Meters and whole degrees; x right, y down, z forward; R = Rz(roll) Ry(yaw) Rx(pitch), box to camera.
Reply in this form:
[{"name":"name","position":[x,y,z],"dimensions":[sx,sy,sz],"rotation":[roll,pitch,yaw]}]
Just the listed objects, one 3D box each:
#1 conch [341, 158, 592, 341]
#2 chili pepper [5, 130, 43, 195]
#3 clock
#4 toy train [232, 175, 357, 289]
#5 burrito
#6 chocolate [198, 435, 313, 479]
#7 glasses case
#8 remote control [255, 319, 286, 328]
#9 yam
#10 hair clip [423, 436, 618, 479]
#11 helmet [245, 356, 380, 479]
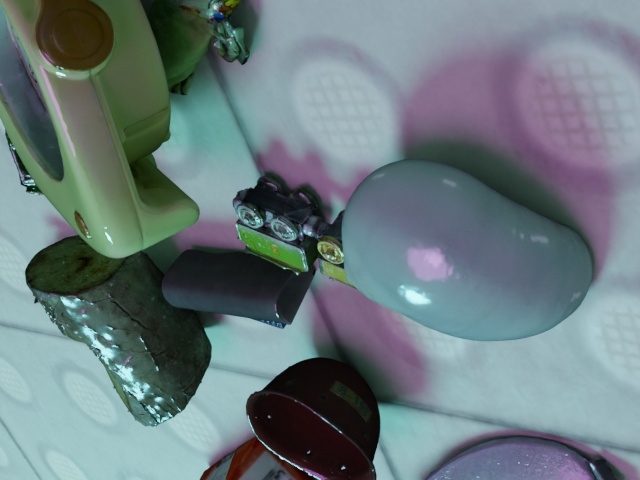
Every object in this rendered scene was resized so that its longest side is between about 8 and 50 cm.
[{"name":"conch","position":[0.119,0.022,0.919],"dimensions":[0.221,0.121,0.185],"rotation":[23,158,14]},{"name":"chili pepper","position":[-0.315,-0.119,1.239],"dimensions":[0.108,0.062,0.216],"rotation":[11,132,28]},{"name":"clock","position":[-0.244,-0.175,1.005],"dimensions":[0.286,0.117,0.348],"rotation":[40,148,46]},{"name":"toy train","position":[0.000,0.000,1.061],"dimensions":[0.202,0.060,0.081],"rotation":[22,145,26]},{"name":"burrito","position":[-0.098,-0.210,0.952],"dimensions":[0.104,0.054,0.288],"rotation":[43,142,-2]},{"name":"chocolate","position":[-0.069,0.411,1.490],"dimensions":[0.237,0.108,0.235],"rotation":[44,145,-3]},{"name":"glasses case","position":[-0.096,0.048,1.184],"dimensions":[0.191,0.072,0.042],"rotation":[5,145,41]},{"name":"remote control","position":[-0.107,0.066,1.252],"dimensions":[0.153,0.027,0.043],"rotation":[17,132,29]},{"name":"yam","position":[-0.234,0.103,1.295],"dimensions":[0.154,0.154,0.254],"rotation":[6,136,40]},{"name":"hair clip","position":[0.183,0.296,1.173],"dimensions":[0.096,0.110,0.359],"rotation":[13,150,-28]},{"name":"helmet","position":[0.014,0.199,1.200],"dimensions":[0.175,0.106,0.155],"rotation":[42,146,-2]}]
